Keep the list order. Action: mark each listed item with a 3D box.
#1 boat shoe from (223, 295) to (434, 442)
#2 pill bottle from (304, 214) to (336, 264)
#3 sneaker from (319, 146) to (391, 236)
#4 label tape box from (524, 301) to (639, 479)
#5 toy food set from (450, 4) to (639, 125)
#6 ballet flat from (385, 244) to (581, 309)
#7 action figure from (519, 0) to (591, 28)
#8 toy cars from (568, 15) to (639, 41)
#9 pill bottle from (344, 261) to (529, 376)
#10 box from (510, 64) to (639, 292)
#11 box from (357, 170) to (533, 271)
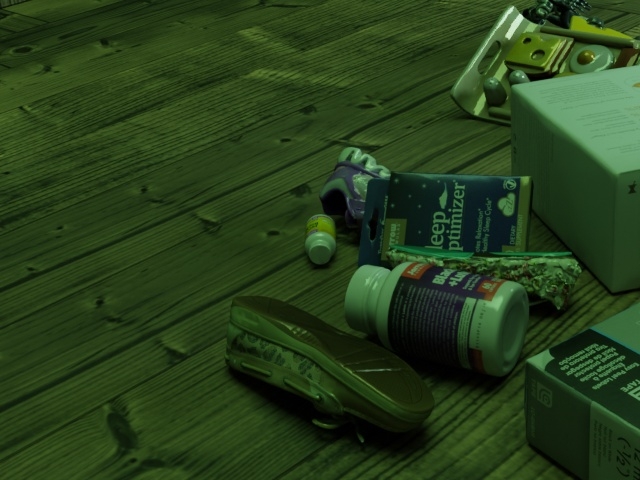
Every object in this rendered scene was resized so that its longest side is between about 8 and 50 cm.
[{"bbox_3d":[0.004,0.147,1.184,0.104,0.089,0.285,4,16,-46],"label":"boat shoe"},{"bbox_3d":[0.000,0.000,1.491,0.043,0.043,0.083,-4,27,3],"label":"pill bottle"},{"bbox_3d":[0.091,-0.043,1.517,0.236,0.095,0.104,26,57,35],"label":"sneaker"},{"bbox_3d":[0.397,0.179,1.001,0.249,0.115,0.347,-21,29,-27],"label":"label tape box"},{"bbox_3d":[0.396,-0.295,1.821,0.306,0.092,0.220,20,68,38],"label":"toy food set"},{"bbox_3d":[0.196,0.047,1.327,0.240,0.077,0.091,3,3,16],"label":"ballet flat"},{"bbox_3d":[0.452,-0.414,2.093,0.164,0.141,0.275,-48,1,-19],"label":"action figure"},{"bbox_3d":[0.611,-0.355,1.997,0.393,0.087,0.177,-18,69,-23],"label":"toy cars"},{"bbox_3d":[0.130,0.083,1.236,0.193,0.108,0.108,11,32,29],"label":"pill bottle"},{"bbox_3d":[0.418,-0.097,1.462,0.214,0.168,0.345,-10,27,-8],"label":"box"},{"bbox_3d":[0.160,-0.020,1.418,0.225,0.137,0.036,3,-15,18],"label":"box"}]
